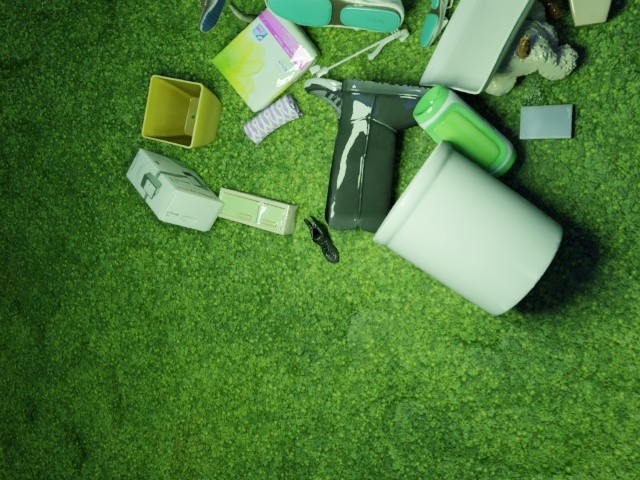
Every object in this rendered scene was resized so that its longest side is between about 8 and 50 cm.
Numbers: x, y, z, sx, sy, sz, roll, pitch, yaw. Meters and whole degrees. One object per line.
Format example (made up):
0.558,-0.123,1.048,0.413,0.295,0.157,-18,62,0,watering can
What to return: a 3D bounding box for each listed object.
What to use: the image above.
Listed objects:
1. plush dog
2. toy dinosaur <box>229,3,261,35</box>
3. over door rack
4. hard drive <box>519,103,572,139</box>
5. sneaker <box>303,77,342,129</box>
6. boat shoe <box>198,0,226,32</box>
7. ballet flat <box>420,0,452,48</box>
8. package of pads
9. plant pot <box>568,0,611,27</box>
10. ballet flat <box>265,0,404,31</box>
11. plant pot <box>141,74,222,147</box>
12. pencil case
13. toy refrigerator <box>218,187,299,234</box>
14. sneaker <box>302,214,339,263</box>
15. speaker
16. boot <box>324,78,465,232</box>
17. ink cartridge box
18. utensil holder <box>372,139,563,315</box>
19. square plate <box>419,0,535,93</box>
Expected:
0.544,-0.556,1.535,0.263,0.211,0.225,-13,65,23,plush dog
-0.209,-0.721,1.896,0.268,0.064,0.118,18,85,21,toy dinosaur
0.074,-0.660,1.727,0.325,0.108,0.239,-24,84,-3,over door rack
0.635,-0.332,1.583,0.135,0.022,0.094,3,94,22,hard drive
0.055,-0.418,1.778,0.269,0.101,0.152,18,97,18,sneaker
-0.382,-0.817,1.965,0.066,0.066,0.183,33,95,23,boat shoe
0.352,-0.671,1.654,0.072,0.068,0.213,-128,40,-53,ballet flat
-0.171,-0.590,1.834,0.297,0.101,0.229,-35,101,22,package of pads
0.716,-0.622,1.492,0.109,0.109,0.096,-1,105,23,plant pot
0.044,-0.692,1.626,0.401,0.139,0.139,7,96,-4,ballet flat
-0.458,-0.434,1.948,0.212,0.187,0.212,16,99,22,plant pot
-0.159,-0.406,1.884,0.206,0.086,0.088,-28,111,23,pencil case
-0.218,-0.102,1.918,0.270,0.094,0.102,16,99,21,toy refrigerator
0.002,-0.001,1.834,0.051,0.089,0.170,-24,84,22,sneaker
0.401,-0.296,1.559,0.297,0.131,0.131,34,109,-19,speaker
0.214,-0.237,1.693,0.368,0.146,0.444,8,102,4,boot
-0.497,-0.172,1.923,0.289,0.211,0.121,44,109,35,ink cartridge box
0.390,-0.029,1.513,0.386,0.327,0.327,34,106,2,utensil holder
0.435,-0.561,1.527,0.049,0.347,0.343,22,101,-23,square plate
